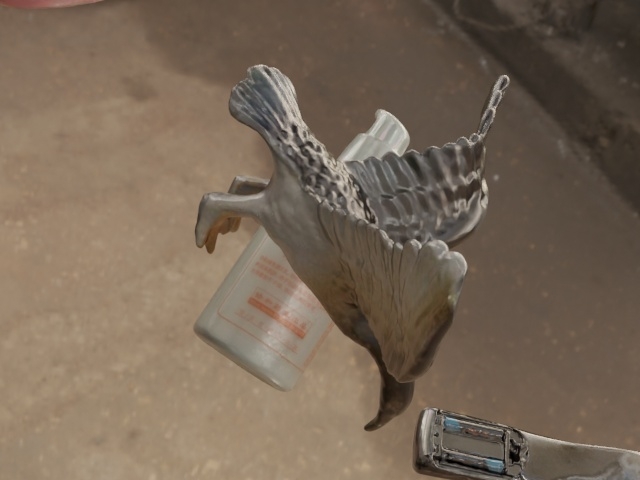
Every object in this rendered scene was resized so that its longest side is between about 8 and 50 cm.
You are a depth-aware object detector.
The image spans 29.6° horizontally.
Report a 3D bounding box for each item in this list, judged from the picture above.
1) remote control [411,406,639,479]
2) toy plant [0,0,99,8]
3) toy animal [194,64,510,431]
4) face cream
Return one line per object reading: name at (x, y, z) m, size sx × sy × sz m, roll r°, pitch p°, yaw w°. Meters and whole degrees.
remote control at (0.172, 0.169, 0.902) m, size 0.212 × 0.028 × 0.059 m, roll 12°, pitch 45°, yaw -2°
toy plant at (-0.341, -0.459, 1.411) m, size 0.210 × 0.356 × 0.317 m, roll -24°, pitch 33°, yaw -26°
toy animal at (0.017, 0.005, 0.654) m, size 0.160 × 0.197 × 0.272 m, roll 24°, pitch 33°, yaw 12°
face cream at (0.000, 0.000, 1.031) m, size 0.101 × 0.101 × 0.252 m, roll 31°, pitch 81°, yaw 16°
